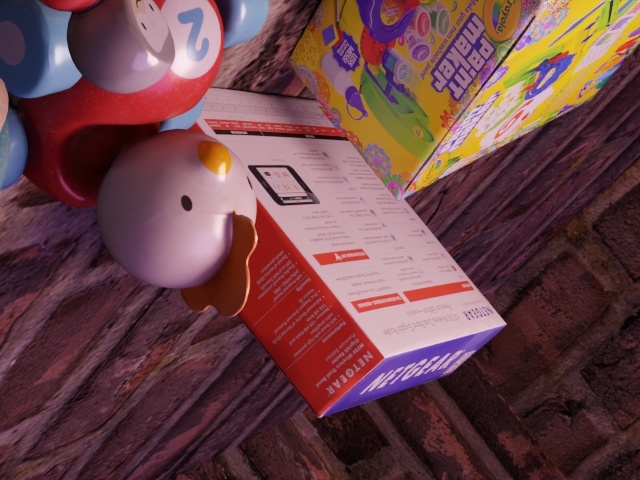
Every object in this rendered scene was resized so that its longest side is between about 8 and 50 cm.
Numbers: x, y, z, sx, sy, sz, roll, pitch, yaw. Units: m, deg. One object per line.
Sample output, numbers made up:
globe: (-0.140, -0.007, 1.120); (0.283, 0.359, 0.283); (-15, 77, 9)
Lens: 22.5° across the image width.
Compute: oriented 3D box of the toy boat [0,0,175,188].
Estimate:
toy boat: (-0.215, -0.066, 0.898); (0.267, 0.148, 0.318); (8, -131, 51)

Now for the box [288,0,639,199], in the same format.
box: (0.169, -0.223, 1.422); (0.279, 0.177, 0.290); (-28, 164, -35)

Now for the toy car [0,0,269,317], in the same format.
toy car: (-0.108, -0.059, 1.128); (0.219, 0.238, 0.210); (-23, 160, -47)

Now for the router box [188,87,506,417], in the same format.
router box: (0.000, 0.000, 1.462); (0.082, 0.301, 0.335); (-43, 165, 19)
